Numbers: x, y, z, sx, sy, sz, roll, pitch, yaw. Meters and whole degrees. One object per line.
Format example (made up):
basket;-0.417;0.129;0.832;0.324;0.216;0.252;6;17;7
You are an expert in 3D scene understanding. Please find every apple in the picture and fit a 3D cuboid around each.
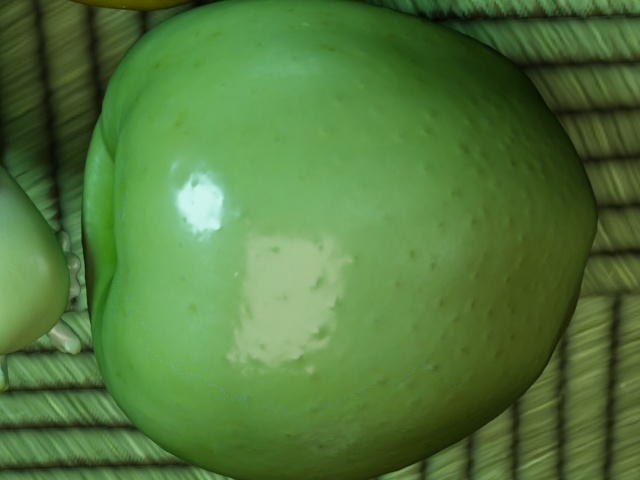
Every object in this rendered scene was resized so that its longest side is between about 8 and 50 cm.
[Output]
apple;0.000;0.000;1.028;0.357;0.357;0.357;0;120;0

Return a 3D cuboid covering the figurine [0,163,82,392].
figurine;-0.274;-0.083;0.984;0.274;0.226;0.394;-17;102;55

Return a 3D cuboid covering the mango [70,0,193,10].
mango;-0.150;-0.240;0.991;0.254;0.176;0.139;8;148;0
